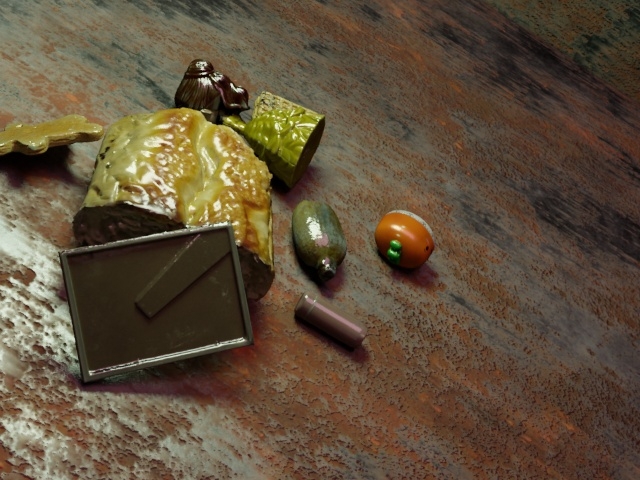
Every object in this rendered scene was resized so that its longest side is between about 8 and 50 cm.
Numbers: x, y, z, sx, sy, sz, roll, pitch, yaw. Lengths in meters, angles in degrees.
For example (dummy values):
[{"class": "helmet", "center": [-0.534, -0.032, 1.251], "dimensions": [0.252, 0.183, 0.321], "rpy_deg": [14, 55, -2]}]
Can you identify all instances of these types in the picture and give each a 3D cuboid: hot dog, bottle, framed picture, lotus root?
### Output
[{"class": "hot dog", "center": [-0.253, -0.084, 1.859], "dimensions": [0.367, 0.196, 0.365], "rpy_deg": [24, 40, -21]}, {"class": "bottle", "center": [0.020, 0.149, 1.901], "dimensions": [0.140, 0.053, 0.053], "rpy_deg": [30, 37, -3]}, {"class": "framed picture", "center": [-0.259, 0.095, 1.634], "dimensions": [0.289, 0.016, 0.213], "rpy_deg": [-11, 91, -24]}, {"class": "lotus root", "center": [0.000, 0.000, 2.025], "dimensions": [0.113, 0.088, 0.192], "rpy_deg": [18, 40, -29]}]

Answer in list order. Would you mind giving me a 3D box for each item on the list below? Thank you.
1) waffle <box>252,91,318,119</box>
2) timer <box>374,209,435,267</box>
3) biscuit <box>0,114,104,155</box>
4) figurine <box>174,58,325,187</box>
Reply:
[{"class": "waffle", "center": [-0.080, -0.278, 2.310], "dimensions": [0.148, 0.042, 0.102], "rpy_deg": [23, 38, -12]}, {"class": "timer", "center": [0.173, 0.002, 2.134], "dimensions": [0.136, 0.099, 0.136], "rpy_deg": [15, 31, -9]}, {"class": "biscuit", "center": [-0.525, -0.187, 1.850], "dimensions": [0.234, 0.030, 0.153], "rpy_deg": [-17, 26, -29]}, {"class": "figurine", "center": [-0.165, -0.254, 2.162], "dimensions": [0.315, 0.168, 0.187], "rpy_deg": [26, 48, 6]}]
